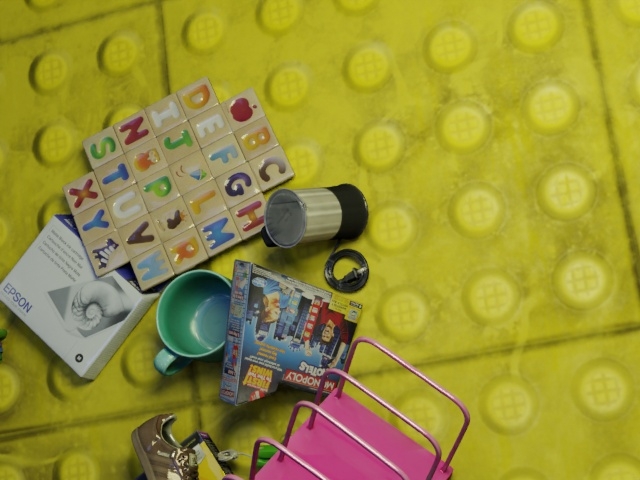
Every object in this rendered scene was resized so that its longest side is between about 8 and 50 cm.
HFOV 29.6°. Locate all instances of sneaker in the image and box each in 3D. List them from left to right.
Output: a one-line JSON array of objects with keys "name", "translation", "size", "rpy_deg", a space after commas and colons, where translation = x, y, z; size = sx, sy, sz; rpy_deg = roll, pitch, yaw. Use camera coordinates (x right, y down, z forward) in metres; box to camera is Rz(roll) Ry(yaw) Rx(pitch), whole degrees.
[{"name": "sneaker", "translation": [-0.202, 0.329, 1.706], "size": [0.071, 0.066, 0.188], "rpy_deg": [-35, 67, 7]}]

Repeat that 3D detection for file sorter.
[{"name": "file sorter", "translation": [0.028, 0.295, 1.545], "size": [0.202, 0.182, 0.291], "rpy_deg": [33, 52, 17]}]

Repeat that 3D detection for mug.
[{"name": "mug", "translation": [-0.174, 0.119, 1.780], "size": [0.158, 0.097, 0.129], "rpy_deg": [-20, 72, 14]}]

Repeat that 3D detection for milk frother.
[{"name": "milk frother", "translation": [0.000, 0.000, 1.729], "size": [0.143, 0.135, 0.129], "rpy_deg": [55, 128, 24]}]

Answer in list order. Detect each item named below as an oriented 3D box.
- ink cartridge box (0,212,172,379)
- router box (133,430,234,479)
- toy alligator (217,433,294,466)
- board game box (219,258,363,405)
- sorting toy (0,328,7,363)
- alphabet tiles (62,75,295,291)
[{"name": "ink cartridge box", "translation": [-0.366, 0.064, 1.886], "size": [0.223, 0.045, 0.224], "rpy_deg": [38, 90, 23]}, {"name": "router box", "translation": [-0.205, 0.383, 1.755], "size": [0.179, 0.046, 0.133], "rpy_deg": [-39, 68, 6]}, {"name": "toy alligator", "translation": [-0.051, 0.311, 1.721], "size": [0.190, 0.056, 0.051], "rpy_deg": [-11, 115, 16]}, {"name": "board game box", "translation": [-0.059, 0.149, 1.711], "size": [0.060, 0.194, 0.194], "rpy_deg": [9, 78, 61]}, {"name": "sorting toy", "translation": [-0.527, 0.174, 1.906], "size": [0.102, 0.061, 0.042], "rpy_deg": [-28, 69, 35]}, {"name": "alphabet tiles", "translation": [-0.223, -0.091, 1.868], "size": [0.342, 0.011, 0.285], "rpy_deg": [-27, 66, 4]}]
